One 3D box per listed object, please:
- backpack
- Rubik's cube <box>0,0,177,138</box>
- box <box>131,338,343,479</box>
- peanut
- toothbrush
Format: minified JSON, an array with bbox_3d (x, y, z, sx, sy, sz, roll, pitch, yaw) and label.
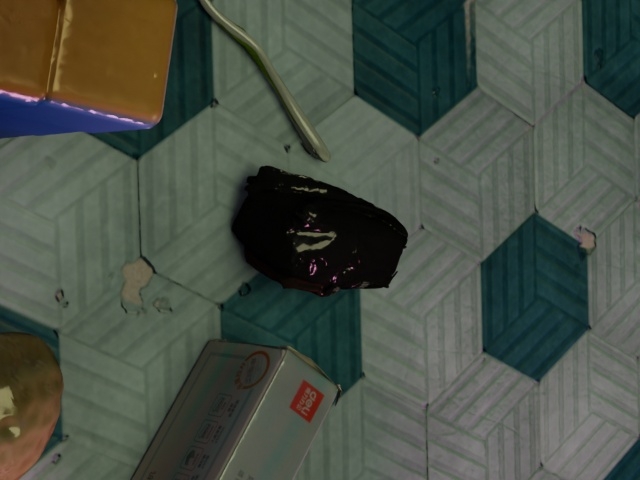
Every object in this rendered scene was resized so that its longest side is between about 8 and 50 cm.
[{"bbox_3d":[0.003,0.002,1.433,0.165,0.120,0.105,18,102,-37],"label":"backpack"},{"bbox_3d":[-0.289,-0.240,1.084,0.292,0.290,0.291,11,85,-36],"label":"Rubik's cube"},{"bbox_3d":[-0.099,0.219,1.340,0.079,0.135,0.269,40,67,-31],"label":"box"},{"bbox_3d":[-0.333,0.175,1.156,0.313,0.149,0.149,-28,108,-34],"label":"peanut"},{"bbox_3d":[-0.065,-0.175,1.430,0.026,0.022,0.263,-42,115,-16],"label":"toothbrush"}]
